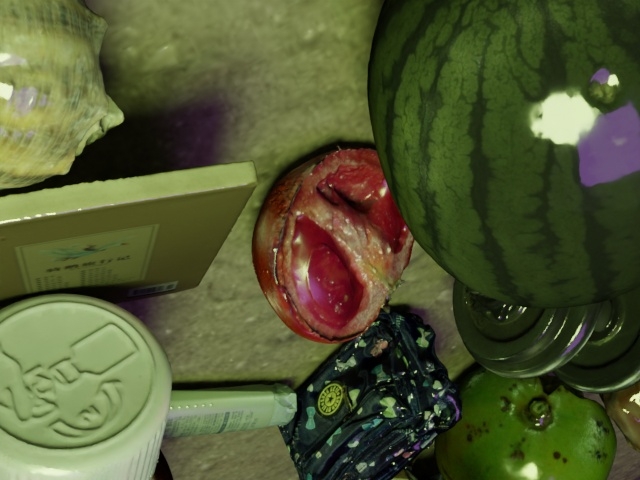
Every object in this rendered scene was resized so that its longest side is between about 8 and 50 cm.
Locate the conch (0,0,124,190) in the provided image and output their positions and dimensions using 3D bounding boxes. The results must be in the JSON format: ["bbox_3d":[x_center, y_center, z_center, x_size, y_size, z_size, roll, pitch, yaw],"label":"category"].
[{"bbox_3d":[-0.255,-0.118,0.502,0.210,0.159,0.291,-33,137,31],"label":"conch"}]

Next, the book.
[{"bbox_3d":[-0.181,0.015,0.665,0.217,0.021,0.310,-10,167,-19],"label":"book"}]

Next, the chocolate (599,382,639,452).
[{"bbox_3d":[0.399,0.154,1.048,0.148,0.214,0.093,-39,101,11],"label":"chocolate"}]

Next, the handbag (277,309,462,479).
[{"bbox_3d":[0.052,0.205,1.000,0.113,0.162,0.260,15,128,-40],"label":"handbag"}]

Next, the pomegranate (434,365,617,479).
[{"bbox_3d":[0.269,0.282,1.166,0.236,0.236,0.302,-23,159,-5],"label":"pomegranate"}]

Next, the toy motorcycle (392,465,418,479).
[{"bbox_3d":[0.082,0.324,1.163,0.130,0.094,0.229,-26,107,1],"label":"toy motorcycle"}]

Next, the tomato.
[{"bbox_3d":[0.000,0.000,0.811,0.173,0.099,0.189,52,58,-35],"label":"tomato"}]

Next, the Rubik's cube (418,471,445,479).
[{"bbox_3d":[0.175,0.553,1.287,0.310,0.307,0.305,-28,139,23],"label":"Rubik's cube"}]

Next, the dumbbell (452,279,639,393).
[{"bbox_3d":[0.268,0.066,0.945,0.290,0.192,0.192,15,125,-36],"label":"dumbbell"}]

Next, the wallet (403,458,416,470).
[{"bbox_3d":[0.090,0.334,1.261,0.095,0.026,0.176,0,133,-21],"label":"wallet"}]

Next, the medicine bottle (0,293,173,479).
[{"bbox_3d":[-0.237,0.231,0.775,0.242,0.242,0.395,-2,143,-27],"label":"medicine bottle"}]

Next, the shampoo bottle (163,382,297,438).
[{"bbox_3d":[-0.132,0.194,0.974,0.212,0.049,0.072,3,131,-29],"label":"shampoo bottle"}]

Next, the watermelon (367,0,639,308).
[{"bbox_3d":[0.173,-0.105,0.647,0.279,0.279,0.359,-26,141,-1],"label":"watermelon"}]
